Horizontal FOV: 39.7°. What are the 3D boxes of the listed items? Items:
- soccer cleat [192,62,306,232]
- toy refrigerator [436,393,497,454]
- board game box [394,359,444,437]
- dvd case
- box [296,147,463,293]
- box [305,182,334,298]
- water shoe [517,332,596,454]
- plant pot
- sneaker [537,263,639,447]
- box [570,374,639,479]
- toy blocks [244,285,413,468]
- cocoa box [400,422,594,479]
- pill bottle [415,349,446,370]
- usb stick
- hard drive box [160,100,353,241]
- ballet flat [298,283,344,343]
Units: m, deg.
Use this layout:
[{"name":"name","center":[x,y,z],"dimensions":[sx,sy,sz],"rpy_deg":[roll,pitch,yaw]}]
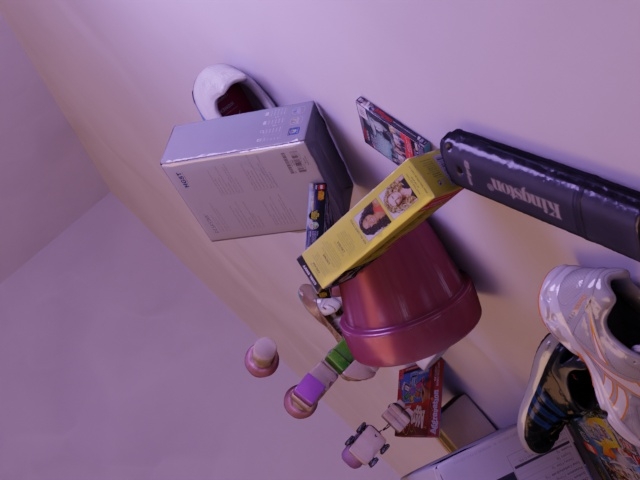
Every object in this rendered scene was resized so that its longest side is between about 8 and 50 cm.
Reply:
[{"name":"soccer cleat","center":[-0.089,-0.133,1.419],"dimensions":[0.331,0.116,0.143],"rpy_deg":[55,164,-26]},{"name":"toy refrigerator","center":[0.326,0.437,1.740],"dimensions":[0.269,0.094,0.102],"rpy_deg":[50,167,8]},{"name":"board game box","center":[0.196,0.324,1.792],"dimensions":[0.027,0.145,0.281],"rpy_deg":[6,167,-7]},{"name":"dvd case","center":[0.095,-0.125,1.124],"dimensions":[0.119,0.013,0.087],"rpy_deg":[37,163,30]},{"name":"box","center":[0.072,-0.022,1.076],"dimensions":[0.232,0.087,0.058],"rpy_deg":[-42,76,40]},{"name":"box","center":[0.000,0.000,1.241],"dimensions":[0.094,0.027,0.137],"rpy_deg":[79,-169,-50]},{"name":"water shoe","center":[0.309,0.211,1.147],"dimensions":[0.080,0.072,0.203],"rpy_deg":[33,134,43]},{"name":"plant pot","center":[0.105,0.050,1.243],"dimensions":[0.201,0.201,0.180],"rpy_deg":[14,128,65]},{"name":"sneaker","center":[0.344,0.134,0.939],"dimensions":[0.262,0.099,0.121],"rpy_deg":[48,161,-8]},{"name":"box","center":[0.426,0.292,1.209],"dimensions":[0.159,0.044,0.233],"rpy_deg":[25,153,56]},{"name":"toy blocks","center":[0.046,0.239,1.695],"dimensions":[0.309,0.288,0.260],"rpy_deg":[42,161,7]},{"name":"cocoa box","center":[0.304,0.450,1.493],"dimensions":[0.347,0.231,0.228],"rpy_deg":[103,143,-72]},{"name":"pill bottle","center":[0.134,0.128,1.485],"dimensions":[0.180,0.108,0.108],"rpy_deg":[43,165,17]},{"name":"usb stick","center":[0.225,-0.050,0.885],"dimensions":[0.278,0.045,0.077],"rpy_deg":[31,159,49]},{"name":"hard drive box","center":[-0.091,-0.097,1.324],"dimensions":[0.232,0.089,0.181],"rpy_deg":[-7,138,20]},{"name":"ballet flat","center":[0.035,0.170,2.002],"dimensions":[0.206,0.073,0.067],"rpy_deg":[48,139,-13]}]
